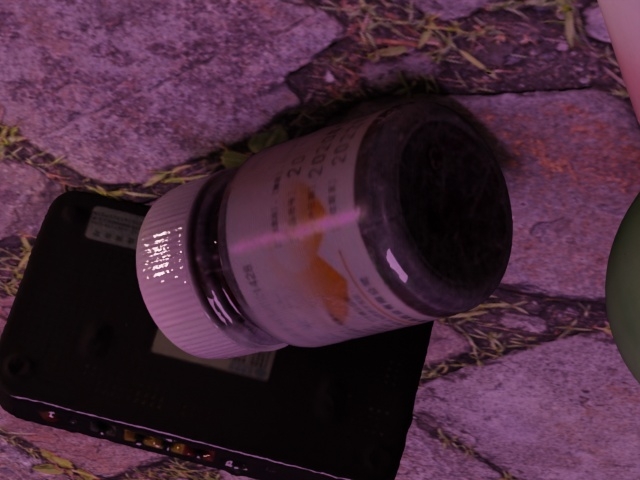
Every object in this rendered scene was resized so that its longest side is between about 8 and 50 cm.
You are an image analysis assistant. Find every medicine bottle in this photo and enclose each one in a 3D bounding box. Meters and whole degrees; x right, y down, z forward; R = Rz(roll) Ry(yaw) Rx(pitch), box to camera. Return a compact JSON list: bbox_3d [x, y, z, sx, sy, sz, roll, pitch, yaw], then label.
[{"bbox_3d":[0.000,0.000,1.542,0.273,0.165,0.165,-17,136,41],"label":"medicine bottle"}]

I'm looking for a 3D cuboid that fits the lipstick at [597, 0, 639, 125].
[{"bbox_3d":[0.205,-0.184,1.225,0.087,0.087,0.327,1,147,23],"label":"lipstick"}]

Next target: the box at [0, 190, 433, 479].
[{"bbox_3d":[-0.087,0.089,1.683,0.350,0.211,0.058,13,147,2],"label":"box"}]

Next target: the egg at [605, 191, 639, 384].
[{"bbox_3d":[0.322,0.024,1.379,0.220,0.220,0.269,31,141,-24],"label":"egg"}]
